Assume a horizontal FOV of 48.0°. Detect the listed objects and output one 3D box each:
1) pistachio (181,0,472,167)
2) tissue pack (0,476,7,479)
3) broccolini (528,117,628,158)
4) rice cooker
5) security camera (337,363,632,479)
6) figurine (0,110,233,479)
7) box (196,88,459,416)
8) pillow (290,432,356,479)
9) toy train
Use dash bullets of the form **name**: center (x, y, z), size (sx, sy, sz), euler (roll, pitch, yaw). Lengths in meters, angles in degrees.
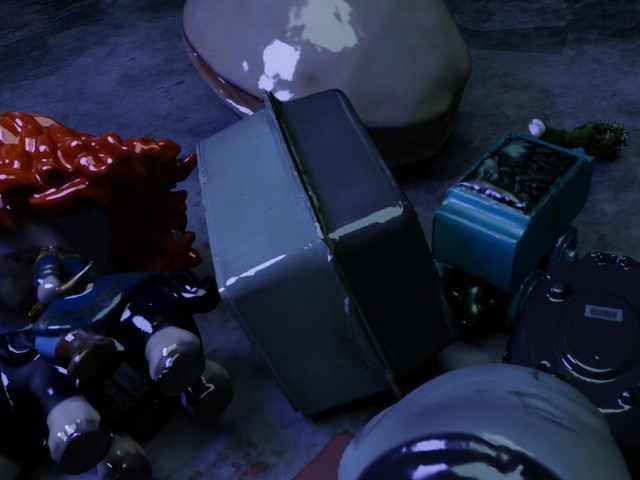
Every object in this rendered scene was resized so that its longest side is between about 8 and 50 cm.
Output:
- **pistachio**: center (0.007, -0.264, 0.979), size (0.365, 0.281, 0.445), euler (-23, 53, -30)
- **tissue pack**: center (-0.117, 0.276, 0.301), size (0.387, 0.267, 0.277), euler (14, 58, 26)
- **broccolini**: center (0.289, -0.119, 0.816), size (0.051, 0.054, 0.239), euler (-32, -16, 38)
- **rice cooker**: center (0.218, 0.101, 0.574), size (0.142, 0.118, 0.203), euler (8, 47, 20)
- **security camera**: center (0.143, 0.171, 0.377), size (0.277, 0.197, 0.191), euler (29, 25, 20)
- **figurine**: center (-0.246, 0.051, 0.678), size (0.306, 0.241, 0.411), euler (-29, 54, 17)
- **box**: center (0.000, 0.000, 0.673), size (0.166, 0.220, 0.290), euler (-25, 38, 3)
- **pillow**: center (0.040, 0.226, 0.489), size (0.179, 0.075, 0.171), euler (21, 42, 29)
- **toy train**: center (0.185, -0.011, 0.697), size (0.107, 0.154, 0.198), euler (25, 49, 32)
